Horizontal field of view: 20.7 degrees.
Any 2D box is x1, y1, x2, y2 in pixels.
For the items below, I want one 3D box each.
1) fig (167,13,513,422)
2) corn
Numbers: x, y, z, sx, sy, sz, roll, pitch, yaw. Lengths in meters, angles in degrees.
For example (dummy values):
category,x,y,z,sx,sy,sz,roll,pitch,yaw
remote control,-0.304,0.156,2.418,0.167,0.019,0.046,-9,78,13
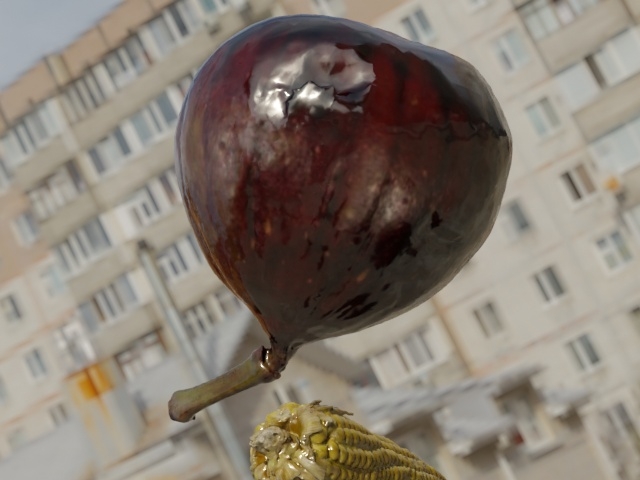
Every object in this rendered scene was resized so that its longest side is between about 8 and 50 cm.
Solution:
category,x,y,z,sx,sy,sz,roll,pitch,yaw
fig,0.001,-0.009,1.049,0.204,0.249,0.186,13,-15,4
corn,0.009,0.060,0.435,0.027,0.028,0.083,-26,-33,23
